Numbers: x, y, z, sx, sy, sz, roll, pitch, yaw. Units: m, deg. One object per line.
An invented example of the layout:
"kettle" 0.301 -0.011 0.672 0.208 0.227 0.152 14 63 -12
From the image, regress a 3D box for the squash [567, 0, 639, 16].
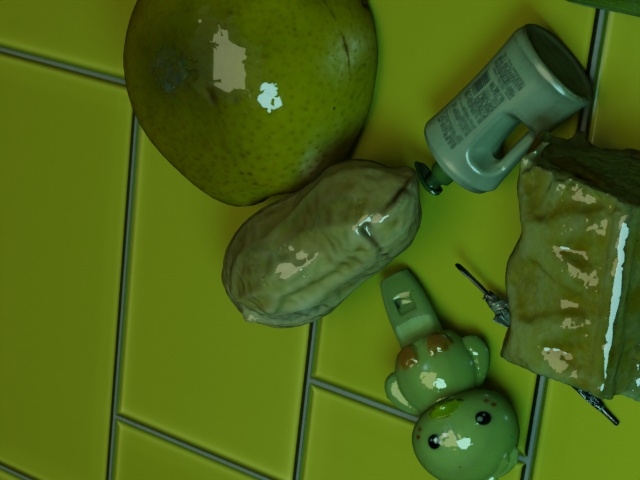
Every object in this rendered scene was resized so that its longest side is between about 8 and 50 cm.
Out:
"squash" 0.347 -0.273 1.637 0.238 0.069 0.069 17 110 32

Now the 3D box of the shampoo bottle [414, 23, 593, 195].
"shampoo bottle" 0.198 -0.133 1.763 0.234 0.087 0.118 -45 74 34

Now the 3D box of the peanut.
"peanut" 0.003 -0.001 1.880 0.340 0.174 0.158 -37 65 31

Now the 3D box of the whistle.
"whistle" 0.145 0.173 1.843 0.141 0.141 0.294 -32 81 36

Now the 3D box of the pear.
"pear" -0.115 -0.232 1.898 0.340 0.191 0.387 -8 96 36

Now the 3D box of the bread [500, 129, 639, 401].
"bread" 0.318 0.034 1.654 0.238 0.196 0.252 26 112 32

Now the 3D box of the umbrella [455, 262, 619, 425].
"umbrella" 0.260 0.119 1.818 0.269 0.044 0.044 45 97 8
